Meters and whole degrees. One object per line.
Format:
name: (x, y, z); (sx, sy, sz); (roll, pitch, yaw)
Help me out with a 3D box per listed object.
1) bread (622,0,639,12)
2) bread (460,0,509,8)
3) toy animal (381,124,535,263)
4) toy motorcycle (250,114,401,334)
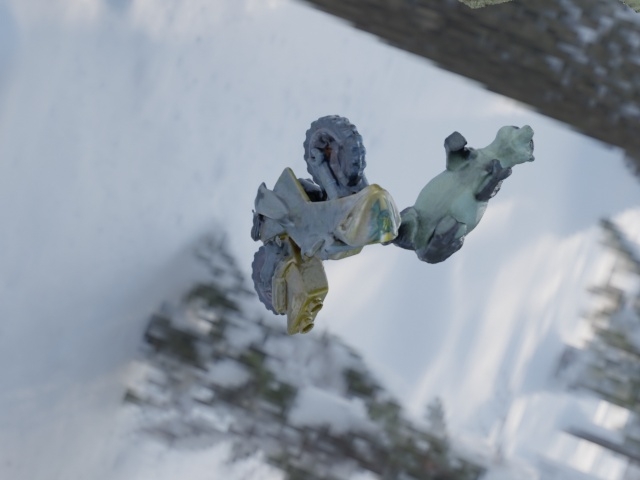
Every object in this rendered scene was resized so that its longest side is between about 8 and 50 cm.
bread: (0.468, -0.390, 1.874); (0.375, 0.165, 0.236); (-36, 167, 20)
bread: (0.171, -0.275, 1.691); (0.094, 0.035, 0.090); (7, -105, 69)
toy animal: (0.177, -0.061, 2.140); (0.225, 0.094, 0.121); (-52, 162, 8)
toy motorcycle: (0.001, 0.000, 1.588); (0.094, 0.130, 0.229); (-17, 145, -40)
